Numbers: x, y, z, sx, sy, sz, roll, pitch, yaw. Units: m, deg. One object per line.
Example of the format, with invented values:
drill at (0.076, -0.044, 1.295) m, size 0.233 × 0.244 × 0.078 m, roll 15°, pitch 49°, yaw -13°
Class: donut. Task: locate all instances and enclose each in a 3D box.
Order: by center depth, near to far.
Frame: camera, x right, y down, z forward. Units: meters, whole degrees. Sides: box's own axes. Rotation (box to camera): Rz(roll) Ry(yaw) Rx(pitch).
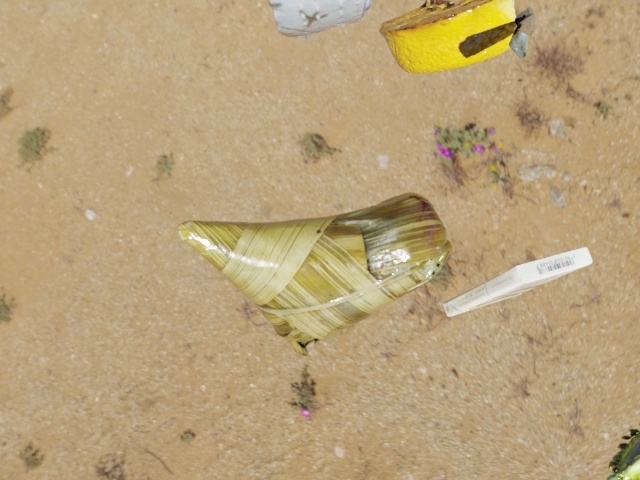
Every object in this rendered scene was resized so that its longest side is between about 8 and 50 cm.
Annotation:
donut at (0.178, -0.326, 1.019) m, size 0.152 × 0.101 × 0.259 m, roll -26°, pitch 26°, yaw -13°

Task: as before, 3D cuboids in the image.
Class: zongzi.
zongzi at (0.000, 0.000, 0.834) m, size 0.285 × 0.288 × 0.134 m, roll -32°, pitch 43°, yaw 13°

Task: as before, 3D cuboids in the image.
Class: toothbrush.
toothbrush at (0.272, -0.283, 0.867) m, size 0.030 × 0.297 × 0.030 m, roll -20°, pitch 106°, yaw 26°

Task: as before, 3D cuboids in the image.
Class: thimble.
thimble at (-0.006, -0.308, 0.725) m, size 0.117 × 0.151 × 0.127 m, roll -12°, pitch 84°, yaw 3°

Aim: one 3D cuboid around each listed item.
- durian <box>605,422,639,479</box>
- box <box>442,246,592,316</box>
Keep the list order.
durian at (0.458, 0.260, 0.775) m, size 0.220 × 0.137 × 0.096 m, roll -33°, pitch 87°, yaw 44°
box at (0.281, 0.065, 0.952) m, size 0.122 × 0.220 × 0.032 m, roll -14°, pitch 77°, yaw -20°
